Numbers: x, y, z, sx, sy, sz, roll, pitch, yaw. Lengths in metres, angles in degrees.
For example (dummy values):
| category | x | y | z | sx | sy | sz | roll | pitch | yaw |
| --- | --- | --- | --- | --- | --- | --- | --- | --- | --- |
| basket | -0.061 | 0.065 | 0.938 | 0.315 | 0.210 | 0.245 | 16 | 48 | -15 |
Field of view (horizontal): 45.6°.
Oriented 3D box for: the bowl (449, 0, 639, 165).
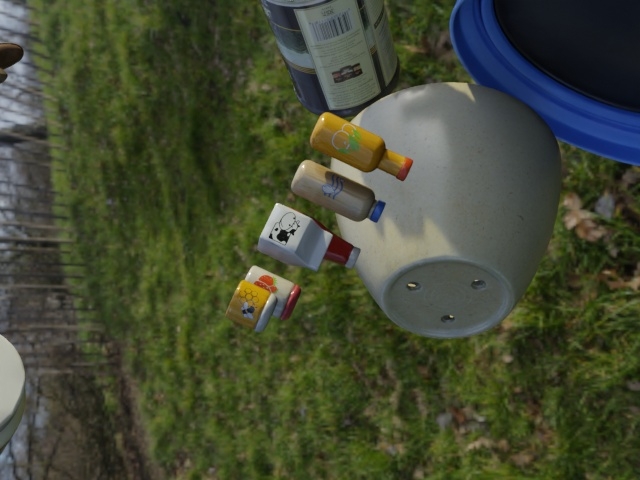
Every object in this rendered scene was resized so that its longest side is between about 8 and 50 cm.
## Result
| category | x | y | z | sx | sy | sz | roll | pitch | yaw |
| --- | --- | --- | --- | --- | --- | --- | --- | --- | --- |
| bowl | 0.348 | -0.216 | 0.913 | 0.077 | 0.391 | 0.391 | -61 | 14 | -9 |

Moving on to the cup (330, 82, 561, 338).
| category | x | y | z | sx | sy | sz | roll | pitch | yaw |
| --- | --- | --- | --- | --- | --- | --- | --- | --- | --- |
| cup | 0.170 | -0.009 | 1.033 | 0.331 | 0.331 | 0.237 | 111 | 169 | -47 |

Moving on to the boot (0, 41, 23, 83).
| category | x | y | z | sx | sy | sz | roll | pitch | yaw |
| --- | --- | --- | --- | --- | --- | --- | --- | --- | --- |
| boot | -0.425 | -0.227 | 0.997 | 0.114 | 0.106 | 0.037 | 28 | 137 | 47 |

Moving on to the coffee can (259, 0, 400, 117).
| category | x | y | z | sx | sy | sz | roll | pitch | yaw |
| --- | --- | --- | --- | --- | --- | --- | --- | --- | --- |
| coffee can | 0.016 | -0.374 | 1.298 | 0.275 | 0.201 | 0.201 | 65 | -166 | -55 |

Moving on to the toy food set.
| category | x | y | z | sx | sy | sz | roll | pitch | yaw |
| --- | --- | --- | --- | --- | --- | --- | --- | --- | --- |
| toy food set | 0.000 | 0.000 | 0.765 | 0.111 | 0.104 | 0.232 | 115 | 180 | -69 |

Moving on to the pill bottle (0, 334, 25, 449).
| category | x | y | z | sx | sy | sz | roll | pitch | yaw |
| --- | --- | --- | --- | --- | --- | --- | --- | --- | --- |
| pill bottle | -0.463 | 0.215 | 0.956 | 0.283 | 0.161 | 0.161 | -43 | 45 | 50 |
